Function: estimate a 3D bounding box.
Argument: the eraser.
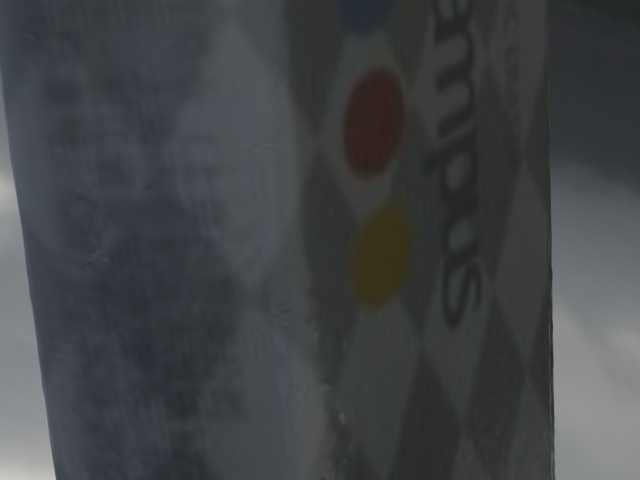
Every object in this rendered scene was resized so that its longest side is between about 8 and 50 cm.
[{"bbox_3d":[0.001,0.001,0.590,0.082,0.396,0.213,11,-154,33],"label":"eraser"}]
